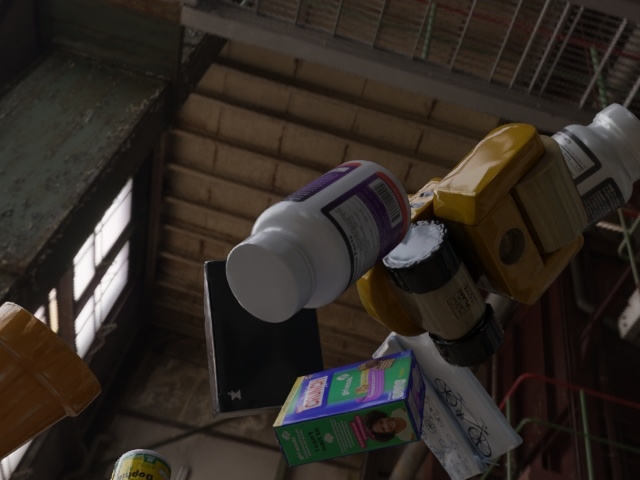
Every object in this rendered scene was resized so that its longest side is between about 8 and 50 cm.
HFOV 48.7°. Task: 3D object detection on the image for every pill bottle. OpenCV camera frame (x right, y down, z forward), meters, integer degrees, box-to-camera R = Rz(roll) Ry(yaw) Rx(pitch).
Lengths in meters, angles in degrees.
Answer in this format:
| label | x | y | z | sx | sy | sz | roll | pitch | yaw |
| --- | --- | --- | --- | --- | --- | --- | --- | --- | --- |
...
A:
| label | x | y | z | sx | sy | sz | roll | pitch | yaw |
| --- | --- | --- | --- | --- | --- | --- | --- | --- | --- |
| pill bottle | -0.362 | 0.522 | 1.376 | 0.118 | 0.208 | 0.117 | -1 | -59 | -1 |
| pill bottle | 0.000 | 0.000 | 0.691 | 0.108 | 0.193 | 0.108 | 17 | -58 | 29 |
| pill bottle | 0.406 | -0.090 | 1.172 | 0.279 | 0.162 | 0.162 | -36 | -65 | 10 |

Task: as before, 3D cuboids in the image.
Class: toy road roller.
| label | x | y | z | sx | sy | sz | roll | pitch | yaw |
| --- | --- | --- | --- | --- | --- | --- | --- | --- | --- |
| toy road roller | 0.188 | -0.007 | 1.012 | 0.241 | 0.329 | 0.202 | 24 | -28 | 56 |

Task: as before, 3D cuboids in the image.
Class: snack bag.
| label | x | y | z | sx | sy | sz | roll | pitch | yaw |
| --- | --- | --- | --- | --- | --- | --- | --- | --- | --- |
| snack bag | 0.228 | 0.308 | 1.374 | 0.323 | 0.037 | 0.342 | 55 | -24 | 17 |

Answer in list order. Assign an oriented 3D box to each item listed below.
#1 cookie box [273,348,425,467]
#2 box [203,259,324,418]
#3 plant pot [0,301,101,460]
| label | x | y | z | sx | sy | sz | roll | pitch | yaw |
| --- | --- | --- | --- | --- | --- | --- | --- | --- | --- |
| cookie box | 0.026 | 0.133 | 0.569 | 0.107 | 0.092 | 0.040 | -17 | -79 | 14 |
| box | -0.135 | 0.220 | 1.514 | 0.212 | 0.293 | 0.395 | -4 | -14 | -10 |
| plant pot | -0.474 | 0.229 | 1.067 | 0.205 | 0.188 | 0.205 | 29 | -33 | 21 |
